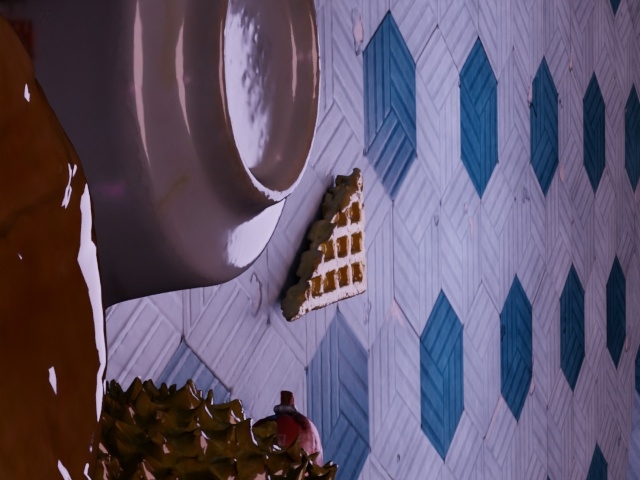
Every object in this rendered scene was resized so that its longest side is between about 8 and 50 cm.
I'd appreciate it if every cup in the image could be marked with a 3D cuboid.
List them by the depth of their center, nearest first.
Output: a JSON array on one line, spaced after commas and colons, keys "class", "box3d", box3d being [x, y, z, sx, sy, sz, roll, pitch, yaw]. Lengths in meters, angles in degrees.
[{"class": "cup", "box3d": [-0.102, -0.105, 1.108, 0.347, 0.163, 0.347, 1, 90, -71]}]

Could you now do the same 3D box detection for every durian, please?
[{"class": "durian", "box3d": [-0.097, 0.226, 1.042, 0.258, 0.258, 0.292, 19, 84, -69]}]

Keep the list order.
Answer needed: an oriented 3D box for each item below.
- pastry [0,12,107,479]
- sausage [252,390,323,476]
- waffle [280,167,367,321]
[{"class": "pastry", "box3d": [-0.240, 0.047, 0.604, 0.409, 0.245, 0.409, -1, 90, -67]}, {"class": "sausage", "box3d": [-0.038, 0.255, 1.423, 0.074, 0.074, 0.274, 39, 54, -65]}, {"class": "waffle", "box3d": [0.000, 0.000, 1.578, 0.191, 0.032, 0.125, -10, 102, -71]}]
